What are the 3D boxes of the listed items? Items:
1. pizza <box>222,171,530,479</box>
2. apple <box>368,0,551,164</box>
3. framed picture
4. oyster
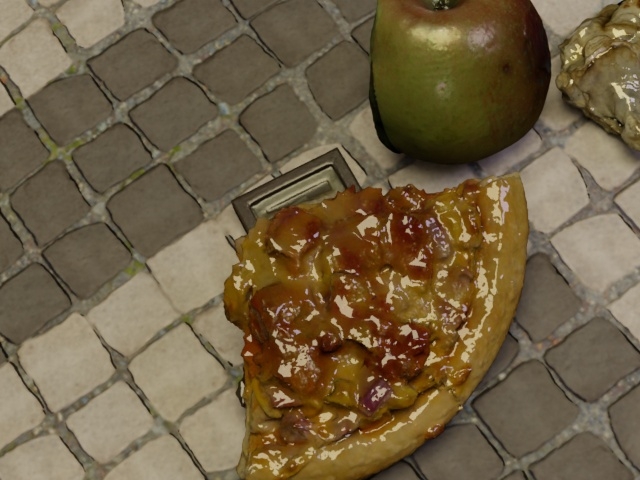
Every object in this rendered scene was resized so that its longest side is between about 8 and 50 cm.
[{"bbox_3d":[0.042,0.067,1.592,0.409,0.114,0.278,-42,83,-11],"label":"pizza"},{"bbox_3d":[0.138,-0.178,1.661,0.207,0.188,0.174,-37,62,-12],"label":"apple"},{"bbox_3d":[0.000,0.000,1.689,0.128,0.023,0.168,-27,65,-4],"label":"framed picture"},{"bbox_3d":[0.323,-0.176,1.695,0.163,0.081,0.191,-21,68,-7],"label":"oyster"}]
